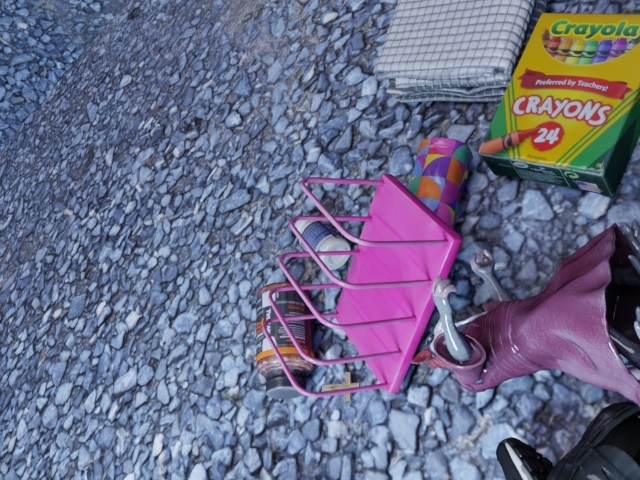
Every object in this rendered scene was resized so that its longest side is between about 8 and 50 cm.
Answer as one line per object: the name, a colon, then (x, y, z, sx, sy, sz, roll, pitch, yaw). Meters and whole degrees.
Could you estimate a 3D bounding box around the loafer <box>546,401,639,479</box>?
loafer: (0.320, 0.260, 0.698, 0.076, 0.223, 0.078, 46, 143, 10)

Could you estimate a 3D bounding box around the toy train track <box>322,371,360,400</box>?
toy train track: (0.037, 0.252, 1.061, 0.083, 0.014, 0.048, -15, 65, 40)

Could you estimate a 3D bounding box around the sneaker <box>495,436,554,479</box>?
sneaker: (0.271, 0.379, 0.736, 0.124, 0.107, 0.283, -46, 46, 19)

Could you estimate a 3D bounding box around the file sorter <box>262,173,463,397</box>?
file sorter: (0.041, 0.068, 0.946, 0.202, 0.182, 0.290, 51, 133, 47)

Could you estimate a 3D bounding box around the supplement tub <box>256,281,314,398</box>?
supplement tub: (-0.065, 0.181, 1.119, 0.106, 0.106, 0.197, -23, 53, 29)

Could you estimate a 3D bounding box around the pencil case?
pencil case: (0.187, -0.056, 1.044, 0.104, 0.104, 0.236, 5, 71, 41)

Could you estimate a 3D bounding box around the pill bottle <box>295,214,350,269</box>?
pill bottle: (0.000, 0.000, 1.191, 0.067, 0.067, 0.120, -52, 45, 5)

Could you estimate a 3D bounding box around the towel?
towel: (0.261, -0.375, 1.147, 0.284, 0.121, 0.235, 8, 74, 41)

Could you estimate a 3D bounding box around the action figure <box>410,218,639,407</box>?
action figure: (0.285, 0.130, 0.831, 0.370, 0.248, 0.275, -37, 82, 44)

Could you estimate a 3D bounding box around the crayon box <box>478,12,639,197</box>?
crayon box: (0.407, -0.242, 0.967, 0.202, 0.081, 0.318, 18, 79, 41)
